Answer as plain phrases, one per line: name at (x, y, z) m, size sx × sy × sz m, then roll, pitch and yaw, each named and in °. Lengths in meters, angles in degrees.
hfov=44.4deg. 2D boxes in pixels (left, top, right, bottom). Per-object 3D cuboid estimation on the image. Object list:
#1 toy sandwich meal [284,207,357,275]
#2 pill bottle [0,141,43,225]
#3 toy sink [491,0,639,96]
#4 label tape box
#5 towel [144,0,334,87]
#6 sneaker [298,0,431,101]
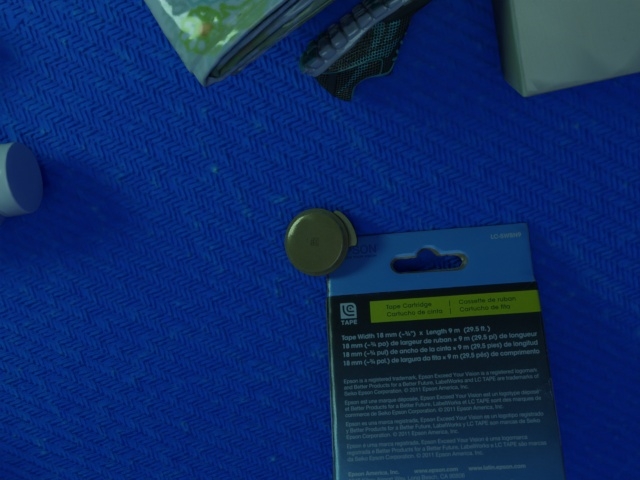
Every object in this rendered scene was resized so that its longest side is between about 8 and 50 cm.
toy sandwich meal at (0.000, 0.000, 0.894) m, size 0.085 × 0.029 × 0.086 m, roll 0°, pitch 90°, yaw 19°
pill bottle at (-0.416, -0.054, 0.867) m, size 0.193 × 0.108 × 0.108 m, roll -9°, pitch 109°, yaw 7°
toy sink at (0.236, -0.272, 0.728) m, size 0.152 × 0.131 × 0.234 m, roll -12°, pitch 109°, yaw 7°
label tape box at (0.133, 0.161, 0.887) m, size 0.240 × 0.106 × 0.334 m, roll -4°, pitch 69°, yaw 6°
towel at (-0.072, -0.368, 0.683) m, size 0.320 × 0.090 × 0.374 m, roll -33°, pitch 85°, yaw 15°
sneaker at (0.060, -0.209, 0.811) m, size 0.166 × 0.065 × 0.076 m, roll -34°, pitch 121°, yaw 18°
